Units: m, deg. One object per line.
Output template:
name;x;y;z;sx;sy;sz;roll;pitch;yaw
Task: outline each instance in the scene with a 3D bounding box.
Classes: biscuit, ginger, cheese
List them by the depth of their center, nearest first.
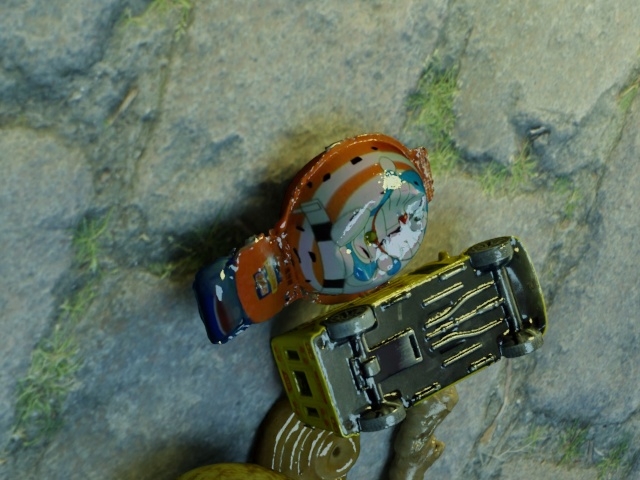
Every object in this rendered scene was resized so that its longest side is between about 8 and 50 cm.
cheese;0.000;0.000;1.601;0.329;0.129;0.217;-31;130;-26
biscuit;-0.011;0.250;1.787;0.144;0.033;0.224;23;93;-35
ginger;0.123;0.317;1.950;0.089;0.075;0.288;-2;110;-48

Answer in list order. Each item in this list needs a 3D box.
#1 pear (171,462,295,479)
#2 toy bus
pear;-0.108;0.390;1.640;0.283;0.283;0.284;-22;127;-33
toy bus;0.114;0.110;1.743;0.330;0.152;0.144;-24;101;-30
